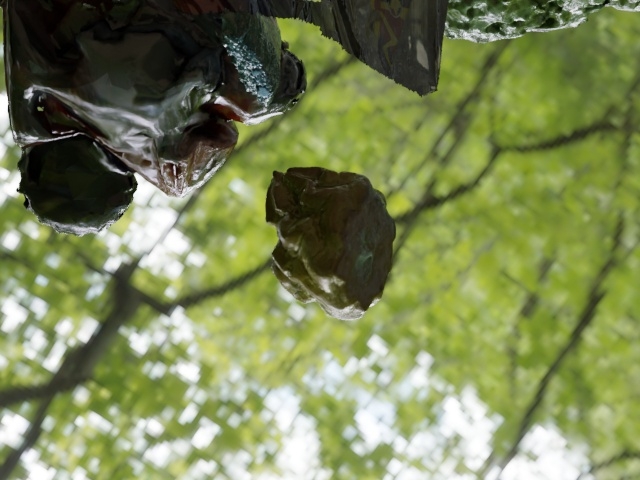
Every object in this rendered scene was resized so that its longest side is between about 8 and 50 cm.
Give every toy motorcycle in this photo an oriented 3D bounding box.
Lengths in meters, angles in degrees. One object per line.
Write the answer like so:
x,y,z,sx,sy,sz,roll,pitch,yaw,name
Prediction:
-0.119,-0.188,1.075,0.207,0.400,0.134,1,-157,12,toy motorcycle

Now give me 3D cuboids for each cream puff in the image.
0.000,0.000,1.619,0.116,0.146,0.146,11,-170,29,cream puff

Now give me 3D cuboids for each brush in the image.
-0.042,-0.166,1.065,0.196,0.021,0.070,-91,-20,-47,brush

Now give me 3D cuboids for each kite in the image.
0.003,-0.140,0.796,0.015,0.141,0.245,-1,-178,32,kite

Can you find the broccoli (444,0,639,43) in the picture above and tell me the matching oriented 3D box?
0.143,-0.247,1.050,0.302,0.186,0.254,-27,-123,-27,broccoli
